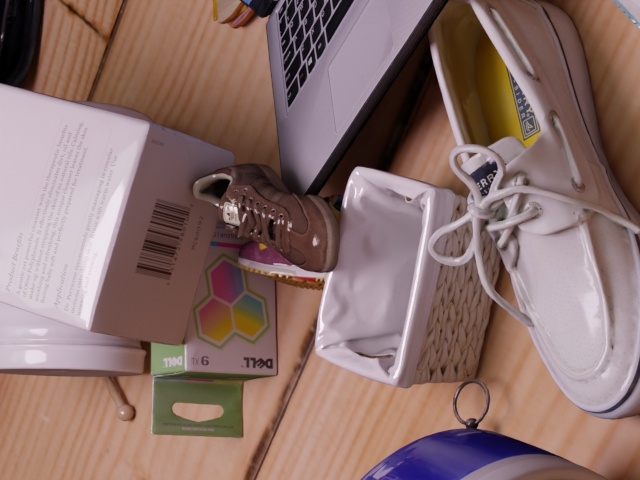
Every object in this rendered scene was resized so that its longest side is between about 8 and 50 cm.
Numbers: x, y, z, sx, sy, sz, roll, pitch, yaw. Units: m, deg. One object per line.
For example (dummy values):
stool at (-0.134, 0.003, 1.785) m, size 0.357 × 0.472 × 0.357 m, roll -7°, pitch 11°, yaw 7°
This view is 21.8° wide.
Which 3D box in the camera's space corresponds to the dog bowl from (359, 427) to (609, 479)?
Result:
dog bowl at (0.112, 0.272, 1.186) m, size 0.104 × 0.264 × 0.265 m, roll 20°, pitch 99°, yaw 52°

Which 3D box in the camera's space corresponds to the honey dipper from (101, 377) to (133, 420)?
honey dipper at (-0.242, 0.137, 1.814) m, size 0.030 × 0.030 × 0.161 m, roll -56°, pitch 50°, yaw 28°

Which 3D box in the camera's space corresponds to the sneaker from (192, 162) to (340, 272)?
sneaker at (-0.048, -0.015, 1.423) m, size 0.188 × 0.071 × 0.066 m, roll -145°, pitch 53°, yaw -58°

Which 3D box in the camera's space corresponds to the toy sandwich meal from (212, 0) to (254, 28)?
toy sandwich meal at (-0.089, -0.255, 1.688) m, size 0.085 × 0.029 × 0.086 m, roll -10°, pitch 77°, yaw 49°

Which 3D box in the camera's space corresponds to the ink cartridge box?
ink cartridge box at (-0.102, 0.081, 1.591) m, size 0.062 × 0.109 × 0.209 m, roll -12°, pitch 75°, yaw 49°

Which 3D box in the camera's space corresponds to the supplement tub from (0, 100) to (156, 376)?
supplement tub at (-0.263, 0.002, 1.731) m, size 0.191 × 0.191 × 0.272 m, roll -8°, pitch 79°, yaw 49°

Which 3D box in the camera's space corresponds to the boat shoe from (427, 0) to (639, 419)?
boat shoe at (0.153, -0.040, 1.268) m, size 0.136 × 0.156 × 0.367 m, roll -33°, pitch 60°, yaw 43°

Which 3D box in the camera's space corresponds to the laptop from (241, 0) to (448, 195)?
laptop at (-0.066, -0.301, 1.440) m, size 0.382 × 0.236 × 0.408 m, roll 124°, pitch 148°, yaw -47°

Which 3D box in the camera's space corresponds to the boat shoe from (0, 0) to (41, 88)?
boat shoe at (-0.391, -0.395, 1.960) m, size 0.156 × 0.186 × 0.500 m, roll 18°, pitch 103°, yaw 45°

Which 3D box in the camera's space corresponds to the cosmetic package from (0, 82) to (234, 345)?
cosmetic package at (-0.288, -0.045, 1.553) m, size 0.365 × 0.155 × 0.197 m, roll 17°, pitch 91°, yaw 30°

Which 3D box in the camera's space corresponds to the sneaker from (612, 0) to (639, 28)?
sneaker at (0.300, -0.158, 1.178) m, size 0.228 × 0.087 × 0.092 m, roll 38°, pitch 106°, yaw 38°

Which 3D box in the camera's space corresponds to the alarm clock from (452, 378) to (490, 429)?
alarm clock at (0.121, 0.208, 1.347) m, size 0.129 × 0.064 × 0.192 m, roll -13°, pitch 72°, yaw 49°

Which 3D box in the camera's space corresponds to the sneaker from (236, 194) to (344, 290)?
sneaker at (0.000, 0.000, 1.523) m, size 0.185 × 0.069 × 0.084 m, roll 5°, pitch 79°, yaw 44°

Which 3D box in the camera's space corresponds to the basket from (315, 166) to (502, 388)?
basket at (0.079, 0.032, 1.388) m, size 0.113 × 0.103 × 0.167 m, roll 18°, pitch 99°, yaw 50°
